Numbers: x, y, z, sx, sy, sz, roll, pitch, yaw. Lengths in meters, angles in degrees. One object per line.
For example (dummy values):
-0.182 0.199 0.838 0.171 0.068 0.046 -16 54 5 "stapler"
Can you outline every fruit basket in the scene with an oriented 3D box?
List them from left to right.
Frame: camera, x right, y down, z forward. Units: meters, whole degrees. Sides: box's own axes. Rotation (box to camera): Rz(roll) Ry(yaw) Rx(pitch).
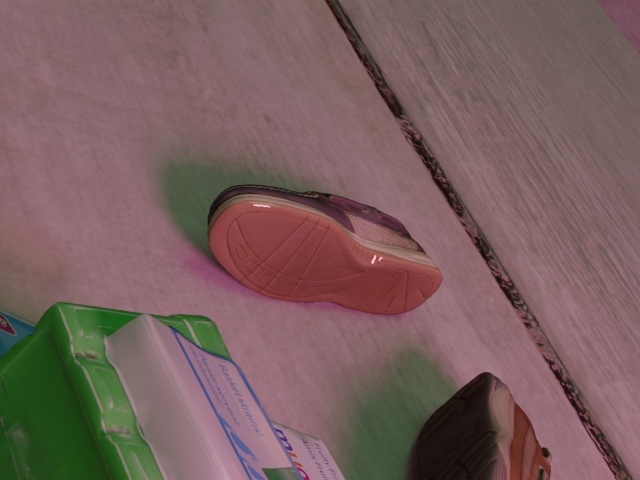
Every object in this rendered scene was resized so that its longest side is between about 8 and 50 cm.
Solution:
-0.026 0.175 0.621 0.353 0.165 0.327 27 20 -43 "fruit basket"

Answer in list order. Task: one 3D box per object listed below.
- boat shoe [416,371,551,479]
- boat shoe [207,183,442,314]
0.142 0.224 0.905 0.116 0.123 0.324 46 26 -6 "boat shoe"
0.000 0.000 1.070 0.285 0.103 0.092 16 34 -39 "boat shoe"
